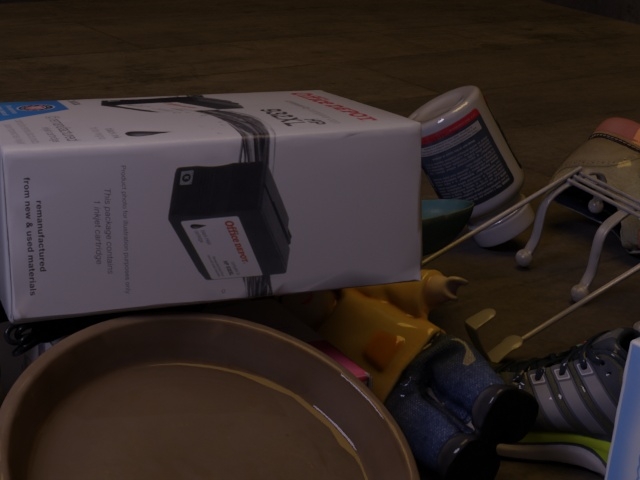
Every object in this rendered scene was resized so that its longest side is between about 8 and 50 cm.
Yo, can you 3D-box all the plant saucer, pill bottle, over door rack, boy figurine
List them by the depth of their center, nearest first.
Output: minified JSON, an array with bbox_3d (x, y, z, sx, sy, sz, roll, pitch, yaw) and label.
[{"bbox_3d":[-0.071,0.152,0.835,0.278,0.041,0.278,12,37,-9],"label":"plant saucer"},{"bbox_3d":[0.053,0.091,1.104,0.285,0.177,0.092,38,0,38],"label":"boy figurine"},{"bbox_3d":[0.000,0.000,1.321,0.318,0.043,0.317,-7,5,1],"label":"plant saucer"},{"bbox_3d":[0.245,0.034,1.420,0.324,0.108,0.239,-19,27,-20],"label":"over door rack"},{"bbox_3d":[0.185,-0.087,1.582,0.108,0.180,0.108,-28,16,9],"label":"pill bottle"}]

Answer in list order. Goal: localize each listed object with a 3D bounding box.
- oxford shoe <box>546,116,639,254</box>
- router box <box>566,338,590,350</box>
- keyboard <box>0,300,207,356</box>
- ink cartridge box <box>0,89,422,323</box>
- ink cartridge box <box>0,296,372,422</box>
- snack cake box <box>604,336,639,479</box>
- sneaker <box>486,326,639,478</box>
[{"bbox_3d":[0.451,-0.012,1.594,0.146,0.140,0.397,-38,42,-17],"label":"oxford shoe"},{"bbox_3d":[0.275,0.138,1.209,0.122,0.038,0.092,21,26,37],"label":"router box"},{"bbox_3d":[-0.214,0.044,1.023,0.317,0.033,0.201,-13,21,-35],"label":"keyboard"},{"bbox_3d":[-0.102,-0.039,1.010,0.307,0.129,0.223,-5,14,-19],"label":"ink cartridge box"},{"bbox_3d":[-0.120,0.115,1.060,0.207,0.117,0.283,-9,24,-30],"label":"ink cartridge box"},{"bbox_3d":[0.239,0.176,0.765,0.152,0.264,0.089,-11,26,-37],"label":"snack cake box"},{"bbox_3d":[0.220,0.125,1.110,0.300,0.121,0.111,12,21,20],"label":"sneaker"}]
